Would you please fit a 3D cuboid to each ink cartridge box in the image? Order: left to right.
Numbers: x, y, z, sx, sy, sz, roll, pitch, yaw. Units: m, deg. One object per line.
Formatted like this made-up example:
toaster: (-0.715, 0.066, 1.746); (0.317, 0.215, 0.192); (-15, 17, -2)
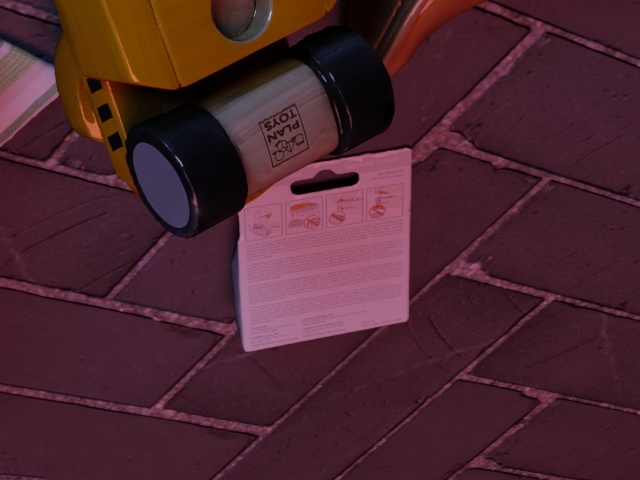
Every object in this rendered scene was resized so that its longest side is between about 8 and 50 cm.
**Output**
ink cartridge box: (0.000, 0.000, 1.790); (0.181, 0.056, 0.225); (-10, 126, -11)

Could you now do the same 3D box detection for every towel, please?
towel: (-0.298, -0.135, 1.480); (0.113, 0.023, 0.152); (-38, 138, 24)

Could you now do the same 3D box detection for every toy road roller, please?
toy road roller: (-0.115, -0.175, 1.360); (0.202, 0.240, 0.329); (-30, 116, -27)

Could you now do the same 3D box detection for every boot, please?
boot: (0.149, -0.232, 1.484); (0.220, 0.109, 0.283); (-1, 136, -29)
